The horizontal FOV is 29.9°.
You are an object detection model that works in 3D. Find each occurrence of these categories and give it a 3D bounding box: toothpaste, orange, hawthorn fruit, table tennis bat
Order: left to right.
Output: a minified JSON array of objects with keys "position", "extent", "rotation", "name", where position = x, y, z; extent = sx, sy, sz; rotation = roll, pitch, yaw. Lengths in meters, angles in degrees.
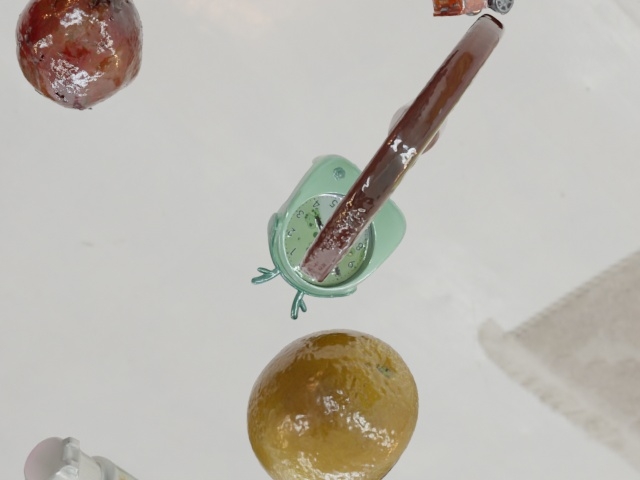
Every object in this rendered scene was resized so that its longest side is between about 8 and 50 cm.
[{"position":[-0.314,-0.286,1.607],"extent":[0.181,0.181,0.235],"rotation":[20,143,-16],"name":"hawthorn fruit"},{"position":[-0.116,0.238,0.930],"extent":[0.058,0.056,0.314],"rotation":[-26,135,16],"name":"toothpaste"},{"position":[0.014,0.225,1.558],"extent":[0.236,0.236,0.236],"rotation":[1,132,1],"name":"orange"},{"position":[0.076,-0.090,1.078],"extent":[0.051,0.415,0.268],"rotation":[36,104,1],"name":"table tennis bat"}]

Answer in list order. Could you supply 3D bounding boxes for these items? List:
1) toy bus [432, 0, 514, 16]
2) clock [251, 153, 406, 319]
[{"position":[0.199,-0.274,1.206],"extent":[0.192,0.065,0.077],"rotation":[-19,106,-23],"name":"toy bus"},{"position":[0.000,0.000,1.594],"extent":[0.159,0.066,0.211],"rotation":[45,81,-16],"name":"clock"}]
